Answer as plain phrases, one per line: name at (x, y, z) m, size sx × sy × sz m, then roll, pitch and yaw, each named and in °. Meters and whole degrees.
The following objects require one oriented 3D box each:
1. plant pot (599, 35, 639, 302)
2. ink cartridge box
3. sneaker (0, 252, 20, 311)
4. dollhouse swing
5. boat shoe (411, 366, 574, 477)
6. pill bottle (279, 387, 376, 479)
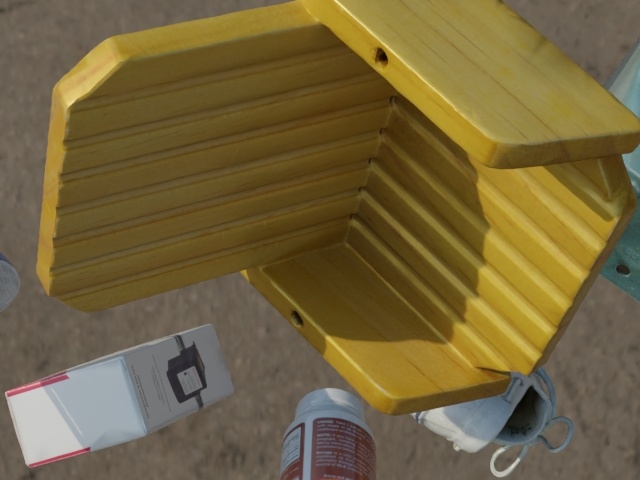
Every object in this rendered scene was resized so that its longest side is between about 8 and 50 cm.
plant pot at (0.386, -0.067, 1.507) m, size 0.248 × 0.247 × 0.252 m, roll 35°, pitch 49°, yaw 4°
ink cartridge box at (-0.237, 0.185, 1.727) m, size 0.172 × 0.100 × 0.237 m, roll -18°, pitch -1°, yaw 22°
sneaker at (-0.544, 0.000, 1.768) m, size 0.315 × 0.127 × 0.182 m, roll 9°, pitch 32°, yaw -29°
dollhouse swing at (0.000, 0.000, 1.091) m, size 0.305 × 0.347 × 0.315 m, roll -30°, pitch 65°, yaw -34°
boat shoe at (0.202, 0.183, 1.562) m, size 0.156 × 0.367 × 0.136 m, roll 43°, pitch 96°, yaw 14°
pill bottle at (0.010, 0.287, 1.755) m, size 0.121 × 0.121 × 0.216 m, roll 3°, pitch 36°, yaw 0°
